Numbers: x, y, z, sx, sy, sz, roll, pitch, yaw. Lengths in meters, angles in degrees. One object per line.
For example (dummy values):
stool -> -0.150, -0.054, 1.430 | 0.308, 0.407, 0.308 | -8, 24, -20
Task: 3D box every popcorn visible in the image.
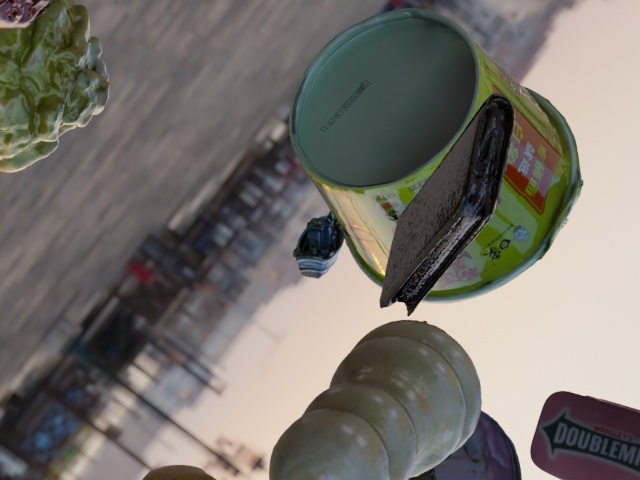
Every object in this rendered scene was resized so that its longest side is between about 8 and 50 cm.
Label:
popcorn -> -0.360, -0.197, 2.149 | 0.212, 0.259, 0.259 | -9, -156, 25

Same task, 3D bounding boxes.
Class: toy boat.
toy boat -> 0.000, 0.000, 2.397 | 0.137, 0.060, 0.060 | -56, 150, -63

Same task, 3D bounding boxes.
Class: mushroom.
mushroom -> 0.151, 0.283, 1.998 | 0.141, 0.188, 0.117 | -5, 172, -31

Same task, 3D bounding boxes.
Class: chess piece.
chess piece -> 0.040, 0.174, 1.580 | 0.142, 0.143, 0.261 | -52, 173, 27

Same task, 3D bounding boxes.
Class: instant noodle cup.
instant noodle cup -> 0.118, -0.106, 2.045 | 0.311, 0.311, 0.221 | -53, 142, -6

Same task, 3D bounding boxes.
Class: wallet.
wallet -> 0.098, -0.023, 1.418 | 0.198, 0.031, 0.110 | 124, -17, -59

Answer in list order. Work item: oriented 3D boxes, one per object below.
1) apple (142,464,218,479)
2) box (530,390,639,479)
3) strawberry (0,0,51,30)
apple -> -0.164, 0.337, 1.990 | 0.199, 0.199, 0.199 | -53, -179, 2
box -> 0.398, 0.277, 2.194 | 0.370, 0.190, 0.112 | 32, 77, -61
strawberry -> -0.342, -0.320, 1.844 | 0.201, 0.184, 0.187 | -57, -152, 19
